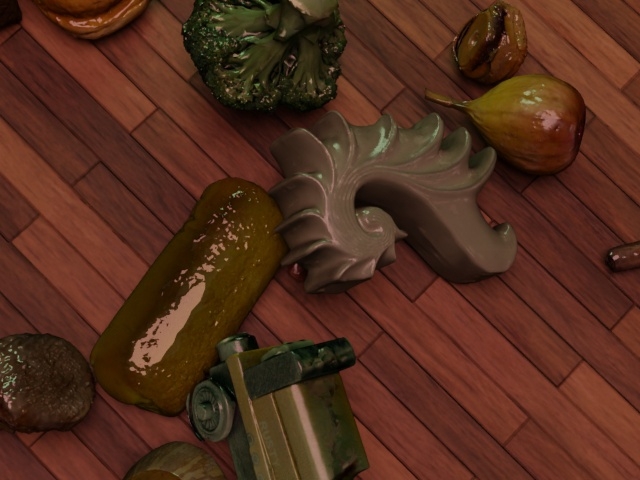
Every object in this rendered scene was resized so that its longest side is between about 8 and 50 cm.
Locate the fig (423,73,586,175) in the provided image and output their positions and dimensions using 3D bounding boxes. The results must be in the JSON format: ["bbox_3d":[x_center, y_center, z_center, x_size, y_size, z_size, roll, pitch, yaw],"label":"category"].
[{"bbox_3d":[0.283,-0.194,1.756,0.257,0.159,0.159,17,76,7],"label":"fig"}]

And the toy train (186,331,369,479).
[{"bbox_3d":[-0.033,0.304,1.545,0.160,0.253,0.397,-7,76,-42],"label":"toy train"}]

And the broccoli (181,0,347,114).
[{"bbox_3d":[-0.065,-0.305,1.693,0.270,0.270,0.270,8,72,-25],"label":"broccoli"}]

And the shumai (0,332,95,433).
[{"bbox_3d":[-0.428,0.217,1.609,0.153,0.209,0.161,-29,95,22],"label":"shumai"}]

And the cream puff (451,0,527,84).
[{"bbox_3d":[0.276,-0.312,1.800,0.104,0.119,0.133,24,91,-22],"label":"cream puff"}]

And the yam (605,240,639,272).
[{"bbox_3d":[0.572,0.002,1.781,0.264,0.046,0.046,-14,78,-7],"label":"yam"}]

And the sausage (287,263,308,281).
[{"bbox_3d":[0.000,0.000,1.744,0.030,0.035,0.147,46,73,-28],"label":"sausage"}]

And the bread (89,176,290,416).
[{"bbox_3d":[-0.184,0.079,1.671,0.166,0.112,0.383,33,76,4],"label":"bread"}]

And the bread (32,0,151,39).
[{"bbox_3d":[-0.374,-0.436,1.774,0.198,0.120,0.236,-37,82,-9],"label":"bread"}]

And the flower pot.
[{"bbox_3d":[0.109,-0.057,1.684,0.367,0.164,0.254,-3,78,-25],"label":"flower pot"}]

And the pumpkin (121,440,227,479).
[{"bbox_3d":[-0.215,0.384,1.545,0.217,0.110,0.217,-5,80,32],"label":"pumpkin"}]

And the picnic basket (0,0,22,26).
[{"bbox_3d":[-0.561,-0.370,1.735,0.178,0.138,0.128,-19,77,-9],"label":"picnic basket"}]
